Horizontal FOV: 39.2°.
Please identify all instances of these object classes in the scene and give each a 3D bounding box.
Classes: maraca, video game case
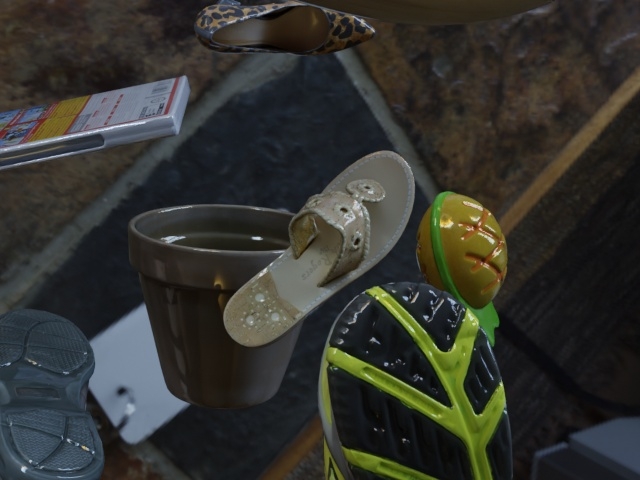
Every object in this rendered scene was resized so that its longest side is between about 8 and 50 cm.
[{"bbox_3d":[0.165,0.033,1.027,0.127,0.099,0.185,-1,77,-53],"label":"maraca"},{"bbox_3d":[-0.291,-0.125,0.999,0.285,0.204,0.025,-11,112,0],"label":"video game case"}]

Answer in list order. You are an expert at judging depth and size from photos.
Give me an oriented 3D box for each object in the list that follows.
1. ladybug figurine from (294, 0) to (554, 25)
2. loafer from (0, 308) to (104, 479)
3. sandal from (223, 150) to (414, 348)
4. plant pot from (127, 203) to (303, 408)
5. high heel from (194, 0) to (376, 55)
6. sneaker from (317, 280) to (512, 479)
[{"bbox_3d":[0.006,-0.313,0.625,0.450,0.305,0.161,19,58,0],"label":"ladybug figurine"},{"bbox_3d":[-0.227,0.139,0.696,0.096,0.267,0.084,13,105,-23],"label":"loafer"},{"bbox_3d":[0.005,0.004,0.825,0.088,0.079,0.240,43,82,8],"label":"sandal"},{"bbox_3d":[-0.151,0.108,1.470,0.323,0.323,0.280,-5,108,-30],"label":"plant pot"},{"bbox_3d":[-0.050,-0.303,1.329,0.261,0.186,0.093,8,116,2],"label":"high heel"},{"bbox_3d":[0.083,0.221,0.622,0.145,0.147,0.384,-5,83,-7],"label":"sneaker"}]
